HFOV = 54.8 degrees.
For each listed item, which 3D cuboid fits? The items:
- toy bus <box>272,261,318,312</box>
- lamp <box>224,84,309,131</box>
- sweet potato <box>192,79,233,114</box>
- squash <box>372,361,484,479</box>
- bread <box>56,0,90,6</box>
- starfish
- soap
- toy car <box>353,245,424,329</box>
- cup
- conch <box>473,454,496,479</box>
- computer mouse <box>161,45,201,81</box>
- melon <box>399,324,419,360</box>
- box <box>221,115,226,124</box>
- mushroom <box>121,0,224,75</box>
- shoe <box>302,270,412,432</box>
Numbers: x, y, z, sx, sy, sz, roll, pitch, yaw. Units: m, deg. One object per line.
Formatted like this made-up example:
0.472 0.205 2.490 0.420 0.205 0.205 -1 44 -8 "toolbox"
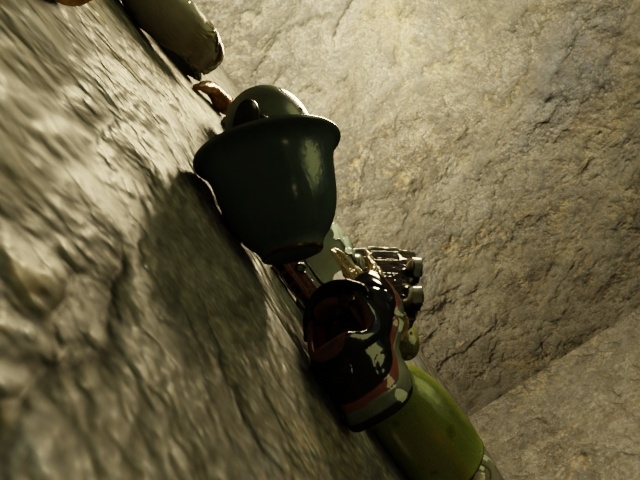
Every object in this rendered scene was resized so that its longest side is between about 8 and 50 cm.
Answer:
-0.026 0.067 0.902 0.110 0.043 0.031 54 1 1 "toy bus"
-0.108 -0.215 1.249 0.198 0.197 0.244 55 14 -12 "lamp"
-0.247 -0.341 1.444 0.050 0.050 0.214 57 5 11 "sweet potato"
0.128 0.237 0.838 0.187 0.123 0.123 55 5 -13 "squash"
-0.297 -0.367 0.676 0.236 0.120 0.198 59 7 25 "bread"
0.084 0.116 1.192 0.235 0.062 0.277 25 52 -32 "starfish"
0.000 0.000 1.381 0.150 0.094 0.261 50 6 -6 "soap"
0.148 0.131 1.449 0.235 0.172 0.158 -84 175 -49 "toy car"
-0.052 -0.050 0.796 0.199 0.199 0.150 40 34 -73 "cup"
0.245 0.396 1.098 0.104 0.094 0.176 15 8 -9 "conch"
-0.307 -0.428 1.348 0.106 0.062 0.192 59 7 33 "computer mouse"
0.213 0.256 1.672 0.099 0.099 0.162 51 8 -45 "melon"
-0.195 -0.276 1.472 0.063 0.060 0.085 59 2 -20 "box"
-0.332 -0.489 1.172 0.397 0.126 0.177 51 -3 -10 "mushroom"
0.036 0.110 0.793 0.137 0.114 0.291 52 16 -16 "shoe"
